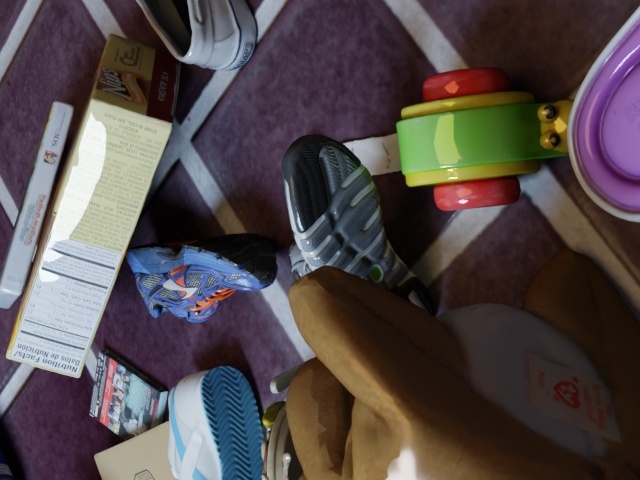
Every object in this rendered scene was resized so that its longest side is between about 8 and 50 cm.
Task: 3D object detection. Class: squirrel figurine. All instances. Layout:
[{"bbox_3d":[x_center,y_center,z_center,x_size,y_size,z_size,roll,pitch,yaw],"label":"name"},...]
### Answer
[{"bbox_3d":[0.103,0.251,0.845,0.397,0.281,0.370,55,134,27],"label":"squirrel figurine"}]

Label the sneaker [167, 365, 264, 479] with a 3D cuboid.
[{"bbox_3d":[-0.104,0.248,1.163,0.092,0.087,0.229,-19,75,50],"label":"sneaker"}]

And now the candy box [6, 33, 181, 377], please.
[{"bbox_3d":[-0.238,-0.036,1.186,0.183,0.087,0.316,-96,27,-60],"label":"candy box"}]

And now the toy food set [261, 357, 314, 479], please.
[{"bbox_3d":[-0.031,0.213,1.056,0.038,0.132,0.192,-5,91,20],"label":"toy food set"}]

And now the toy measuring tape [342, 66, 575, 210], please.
[{"bbox_3d":[0.072,-0.076,0.934,0.330,0.121,0.121,-5,92,43],"label":"toy measuring tape"}]

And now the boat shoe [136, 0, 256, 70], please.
[{"bbox_3d":[-0.163,-0.282,1.146,0.096,0.088,0.267,-40,68,38],"label":"boat shoe"}]

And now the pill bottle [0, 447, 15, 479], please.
[{"bbox_3d":[-0.513,0.267,1.491,0.153,0.153,0.265,-46,65,36],"label":"pill bottle"}]

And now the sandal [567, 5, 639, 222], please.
[{"bbox_3d":[0.268,-0.172,0.669,0.169,0.102,0.416,46,129,32],"label":"sandal"}]

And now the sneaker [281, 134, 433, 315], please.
[{"bbox_3d":[0.000,0.000,0.977,0.132,0.086,0.229,20,146,50],"label":"sneaker"}]

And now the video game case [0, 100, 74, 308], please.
[{"bbox_3d":[-0.322,-0.032,1.250,0.227,0.026,0.206,158,127,-71],"label":"video game case"}]

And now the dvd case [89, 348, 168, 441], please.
[{"bbox_3d":[-0.225,0.189,1.309,0.119,0.013,0.087,26,112,39],"label":"dvd case"}]

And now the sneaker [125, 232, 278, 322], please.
[{"bbox_3d":[-0.116,0.041,1.156,0.221,0.083,0.087,-1,101,52],"label":"sneaker"}]

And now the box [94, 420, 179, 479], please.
[{"bbox_3d":[-0.173,0.314,1.260,0.164,0.021,0.201,-29,80,41],"label":"box"}]
